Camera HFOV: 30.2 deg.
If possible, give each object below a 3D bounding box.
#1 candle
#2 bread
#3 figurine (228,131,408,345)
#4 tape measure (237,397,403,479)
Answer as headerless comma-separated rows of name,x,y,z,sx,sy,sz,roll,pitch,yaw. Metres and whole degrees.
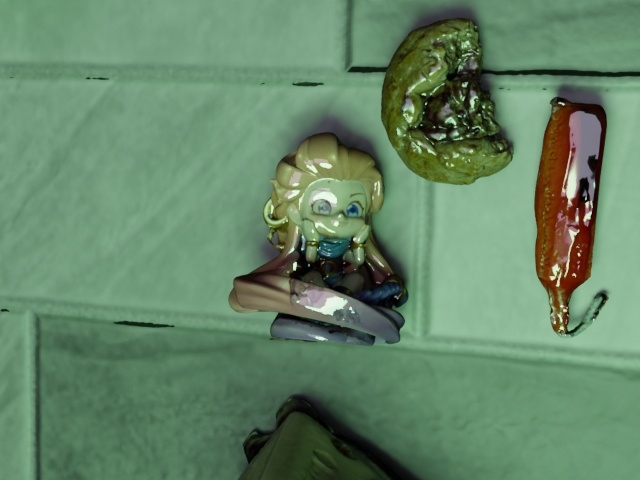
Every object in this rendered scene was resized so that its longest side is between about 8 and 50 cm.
candle,0.169,-0.014,0.797,0.053,0.048,0.162,13,103,52
bread,0.080,-0.090,0.805,0.082,0.060,0.113,-19,91,18
figurine,-0.001,0.007,0.830,0.126,0.114,0.157,-1,64,-11
tape measure,0.035,0.235,0.781,0.231,0.271,0.133,36,105,-3
